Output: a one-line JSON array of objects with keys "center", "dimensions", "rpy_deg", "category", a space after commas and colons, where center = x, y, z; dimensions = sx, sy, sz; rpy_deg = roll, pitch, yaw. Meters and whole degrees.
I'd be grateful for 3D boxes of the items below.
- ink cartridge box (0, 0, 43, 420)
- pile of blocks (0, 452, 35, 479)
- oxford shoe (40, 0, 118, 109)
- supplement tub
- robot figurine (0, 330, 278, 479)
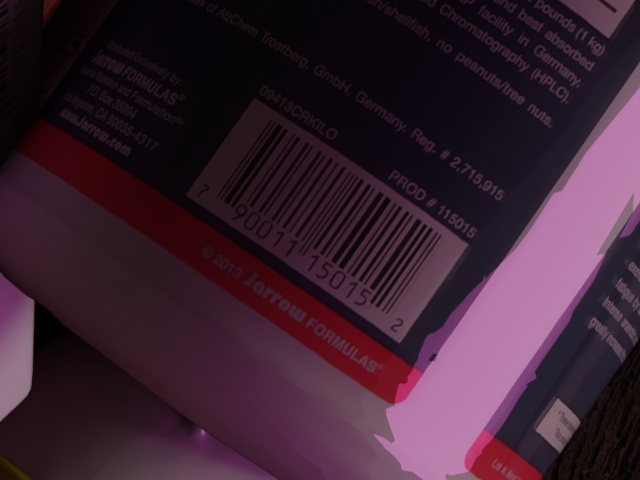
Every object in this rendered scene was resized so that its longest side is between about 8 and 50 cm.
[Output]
[{"center": [-0.183, 0.035, 0.588], "dimensions": [0.239, 0.060, 0.275], "rpy_deg": [-43, 161, -32], "category": "ink cartridge box"}, {"center": [-0.135, 0.130, 0.610], "dimensions": [0.149, 0.113, 0.362], "rpy_deg": [-45, 163, -29], "category": "pile of blocks"}, {"center": [-0.120, -0.014, 0.838], "dimensions": [0.271, 0.098, 0.097], "rpy_deg": [-62, 165, 17], "category": "oxford shoe"}, {"center": [0.042, -0.057, 0.602], "dimensions": [0.272, 0.191, 0.191], "rpy_deg": [-55, 165, -4], "category": "supplement tub"}, {"center": [-0.094, 0.166, 1.096], "dimensions": [0.300, 0.200, 0.353], "rpy_deg": [-38, 161, -13], "category": "robot figurine"}]
